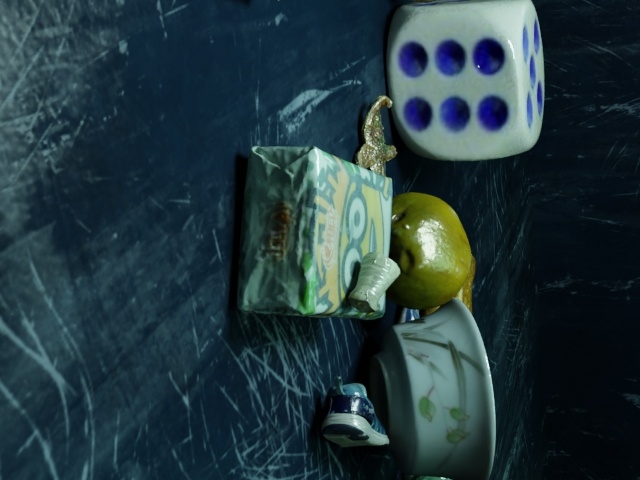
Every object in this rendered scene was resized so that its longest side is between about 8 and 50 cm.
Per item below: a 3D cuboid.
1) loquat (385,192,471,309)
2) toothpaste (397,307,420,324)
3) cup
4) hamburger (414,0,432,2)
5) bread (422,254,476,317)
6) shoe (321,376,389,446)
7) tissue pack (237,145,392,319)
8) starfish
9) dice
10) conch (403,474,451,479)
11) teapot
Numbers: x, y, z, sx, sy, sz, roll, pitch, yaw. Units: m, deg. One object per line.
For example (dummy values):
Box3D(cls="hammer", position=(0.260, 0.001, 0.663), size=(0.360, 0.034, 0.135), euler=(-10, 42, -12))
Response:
Box3D(cls="loquat", position=(0.177, 0.020, 1.657), size=(0.246, 0.213, 0.213), euler=(-7, 97, -59))
Box3D(cls="toothpaste", position=(0.187, 0.128, 1.900), size=(0.096, 0.061, 0.266), euler=(60, 31, -49))
Box3D(cls="cup", position=(0.183, 0.283, 1.653), size=(0.347, 0.163, 0.347), euler=(176, -90, -81))
Box3D(cls="hamburger", position=(0.197, -0.558, 1.776), size=(0.137, 0.175, 0.175), euler=(43, 50, -40))
Box3D(cls="bread", position=(0.292, 0.120, 2.093), size=(0.235, 0.099, 0.210), euler=(16, 78, -73))
Box3D(cls="shoe", position=(0.059, 0.291, 1.529), size=(0.207, 0.092, 0.106), euler=(56, 33, -61))
Box3D(cls="tissue pack", position=(0.000, 0.000, 1.327), size=(0.311, 0.128, 0.227), euler=(12, 81, -67))
Box3D(cls="starfish", position=(0.096, -0.162, 1.691), size=(0.150, 0.053, 0.209), euler=(-12, 106, -54))
Box3D(cls="dice", position=(0.305, -0.340, 1.882), size=(0.304, 0.277, 0.304), euler=(-43, 131, -62))
Box3D(cls="conch", position=(0.227, 0.532, 1.908), size=(0.176, 0.122, 0.188), euler=(91, 11, -67))
Box3D(cls="teapot", position=(0.069, 0.065, 1.282), size=(0.083, 0.057, 0.067), euler=(-60, -177, -33))
